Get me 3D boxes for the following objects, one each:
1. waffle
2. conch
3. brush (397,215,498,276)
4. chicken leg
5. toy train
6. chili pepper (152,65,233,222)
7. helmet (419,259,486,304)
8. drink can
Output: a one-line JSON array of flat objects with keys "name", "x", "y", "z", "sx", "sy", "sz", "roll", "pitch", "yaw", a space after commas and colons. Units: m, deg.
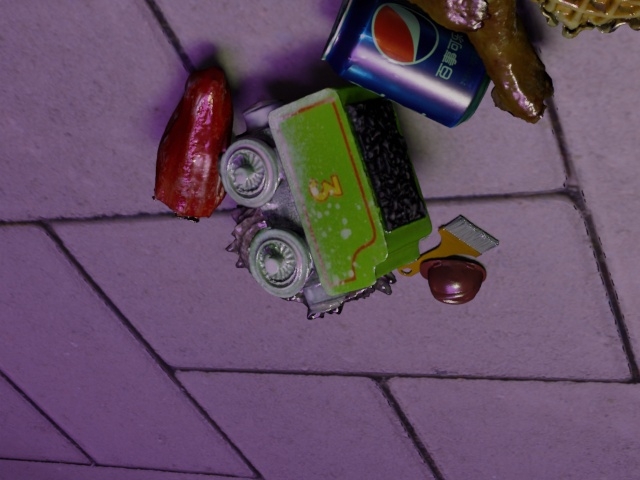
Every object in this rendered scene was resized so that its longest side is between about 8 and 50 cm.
[{"name": "waffle", "x": 0.319, "y": -0.317, "z": 1.198, "sx": 0.208, "sy": 0.054, "sz": 0.214, "roll": -12, "pitch": 132, "yaw": 33}, {"name": "conch", "x": -0.006, "y": -0.004, "z": 1.698, "sx": 0.313, "sy": 0.186, "sz": 0.240, "roll": 15, "pitch": 130, "yaw": 29}, {"name": "brush", "x": 0.191, "y": 0.021, "z": 1.755, "sx": 0.083, "sy": 0.011, "sz": 0.205, "roll": 32, "pitch": 144, "yaw": -20}, {"name": "chicken leg", "x": 0.168, "y": -0.269, "z": 1.174, "sx": 0.140, "sy": 0.211, "sz": 0.361, "roll": -28, "pitch": 112, "yaw": 24}, {"name": "toy train", "x": 0.011, "y": -0.063, "z": 1.494, "sx": 0.249, "sy": 0.173, "sz": 0.307, "roll": -16, "pitch": 93, "yaw": 35}, {"name": "chili pepper", "x": -0.172, "y": -0.163, "z": 1.580, "sx": 0.136, "sy": 0.144, "sz": 0.252, "roll": 33, "pitch": 134, "yaw": 12}, {"name": "helmet", "x": 0.213, "y": 0.076, "z": 1.768, "sx": 0.111, "sy": 0.057, "sz": 0.089, "roll": 2, "pitch": 152, "yaw": 17}, {"name": "drink can", "x": 0.109, "y": -0.229, "z": 1.362, "sx": 0.205, "sy": 0.118, "sz": 0.118, "roll": 23, "pitch": 145, "yaw": -6}]
